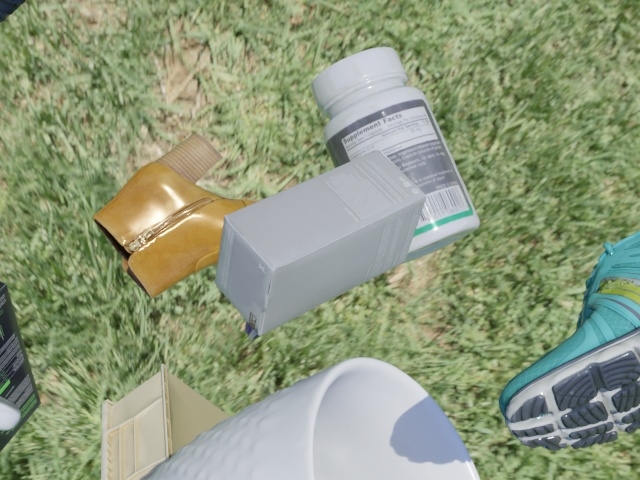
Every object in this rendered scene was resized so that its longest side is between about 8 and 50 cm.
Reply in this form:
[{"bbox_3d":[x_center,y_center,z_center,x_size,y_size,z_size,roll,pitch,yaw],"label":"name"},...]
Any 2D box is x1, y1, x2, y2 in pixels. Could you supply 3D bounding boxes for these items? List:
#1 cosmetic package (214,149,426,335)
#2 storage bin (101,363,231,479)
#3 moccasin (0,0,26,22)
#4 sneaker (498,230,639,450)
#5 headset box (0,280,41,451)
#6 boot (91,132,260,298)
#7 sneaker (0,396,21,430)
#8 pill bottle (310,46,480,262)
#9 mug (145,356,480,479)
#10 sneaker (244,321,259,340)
[{"bbox_3d":[0.000,0.000,1.175,0.238,0.127,0.107,-21,56,-32],"label":"cosmetic package"},{"bbox_3d":[-0.175,0.355,1.415,0.123,0.260,0.262,-36,124,15],"label":"storage bin"},{"bbox_3d":[-0.358,-0.322,0.859,0.342,0.138,0.117,51,119,25],"label":"moccasin"},{"bbox_3d":[0.242,0.056,0.750,0.275,0.107,0.110,-35,46,-10],"label":"sneaker"},{"bbox_3d":[-0.523,0.146,1.309,0.246,0.283,0.131,22,50,15],"label":"headset box"},{"bbox_3d":[-0.160,0.013,1.410,0.295,0.104,0.211,45,74,-7],"label":"boot"},{"bbox_3d":[-0.287,0.122,0.690,0.152,0.054,0.061,14,86,-32],"label":"sneaker"},{"bbox_3d":[0.127,-0.149,1.790,0.204,0.204,0.361,-20,81,-13],"label":"pill bottle"},{"bbox_3d":[-0.073,0.286,0.895,0.374,0.328,0.276,19,49,-49],"label":"mug"},{"bbox_3d":[-0.083,0.070,1.409,0.071,0.170,0.068,35,43,24],"label":"sneaker"}]
